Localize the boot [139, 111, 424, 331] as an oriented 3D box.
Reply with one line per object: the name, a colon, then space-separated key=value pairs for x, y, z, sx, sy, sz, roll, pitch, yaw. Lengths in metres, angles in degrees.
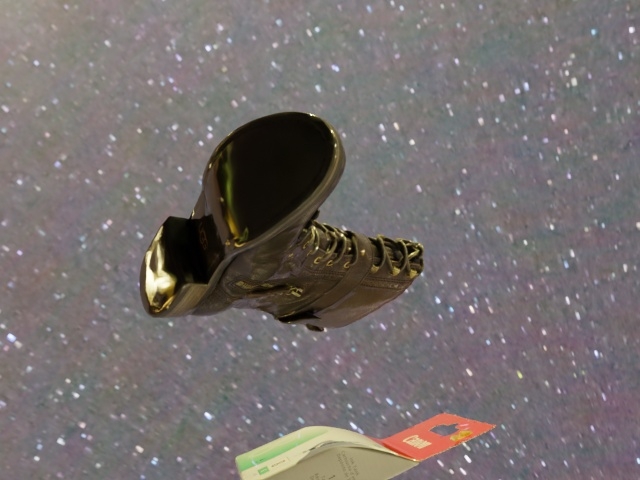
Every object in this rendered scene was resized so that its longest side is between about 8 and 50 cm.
boot: x=0.000 y=0.000 z=0.753 sx=0.263 sy=0.229 sz=0.091 roll=-38 pitch=-125 yaw=41

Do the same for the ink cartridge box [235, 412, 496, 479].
ink cartridge box: x=0.033 y=0.196 z=0.878 sx=0.224 sy=0.181 sz=0.056 roll=-24 pitch=-92 yaw=-10
